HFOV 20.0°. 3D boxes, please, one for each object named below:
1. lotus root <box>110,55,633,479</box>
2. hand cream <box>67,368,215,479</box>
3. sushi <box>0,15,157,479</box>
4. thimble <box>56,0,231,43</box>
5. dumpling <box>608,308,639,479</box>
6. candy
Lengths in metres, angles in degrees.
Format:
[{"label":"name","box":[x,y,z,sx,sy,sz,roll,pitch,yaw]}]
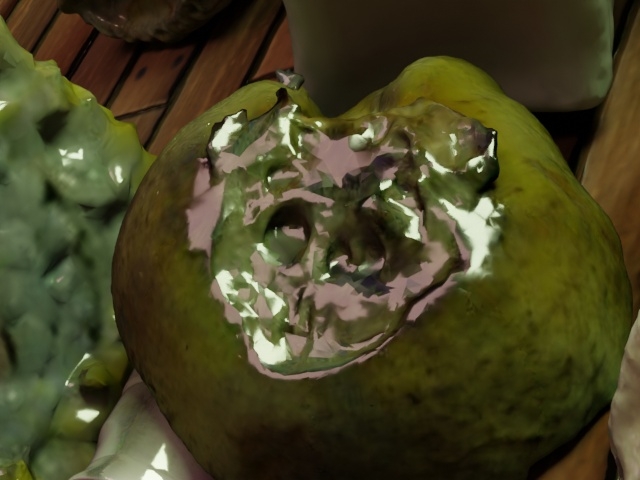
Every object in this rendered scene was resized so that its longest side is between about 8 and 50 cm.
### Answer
[{"label":"lotus root","box":[0.010,-0.001,0.659,0.183,0.078,0.203,-35,58,-8]},{"label":"hand cream","box":[0.000,0.000,0.770,0.111,0.070,0.312,-3,44,39]},{"label":"sushi","box":[-0.269,0.051,0.723,0.240,0.351,0.396,-3,46,47]},{"label":"thimble","box":[-0.090,-0.207,1.063,0.143,0.137,0.190,-60,10,-25]},{"label":"dumpling","box":[0.157,0.043,0.473,0.199,0.118,0.136,8,99,39]},{"label":"candy","box":[0.059,-0.231,0.811,0.145,0.208,0.359,-3,43,14]}]
